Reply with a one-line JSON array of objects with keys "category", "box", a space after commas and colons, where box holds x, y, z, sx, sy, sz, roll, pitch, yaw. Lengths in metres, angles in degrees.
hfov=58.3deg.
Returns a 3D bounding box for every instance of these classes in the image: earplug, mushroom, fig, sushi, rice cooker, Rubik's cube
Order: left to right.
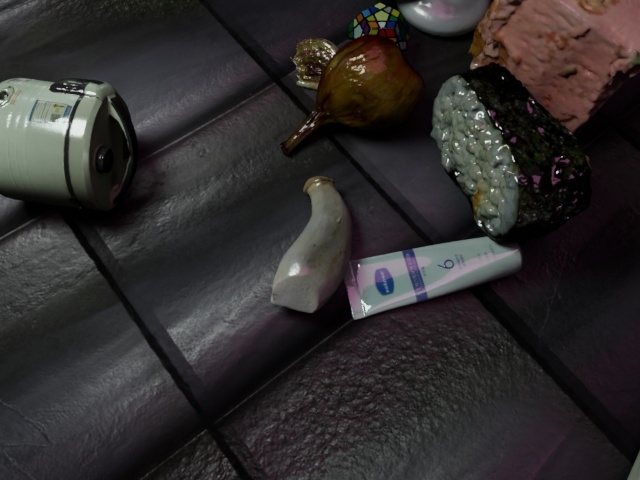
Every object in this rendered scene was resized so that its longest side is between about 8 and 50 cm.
[{"category": "rice cooker", "box": [-0.439, -0.168, 0.994, 0.244, 0.226, 0.225, 8, 64, 4]}, {"category": "mushroom", "box": [0.000, 0.000, 1.008, 0.118, 0.103, 0.270, 18, 54, -1]}, {"category": "fig", "box": [0.054, -0.273, 1.091, 0.290, 0.190, 0.190, -30, 70, -18]}, {"category": "Rubik's cube", "box": [0.122, -0.429, 1.205, 0.133, 0.133, 0.111, 33, 96, 12]}, {"category": "earplug", "box": [0.231, -0.578, 1.251, 0.326, 0.175, 0.214, 25, 61, -24]}, {"category": "sushi", "box": [0.333, -0.159, 1.026, 0.171, 0.210, 0.350, -12, 55, -16]}]

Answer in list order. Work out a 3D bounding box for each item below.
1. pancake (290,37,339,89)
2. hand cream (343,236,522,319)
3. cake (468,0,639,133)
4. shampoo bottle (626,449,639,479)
[{"category": "pancake", "box": [-0.003, -0.377, 1.224, 0.116, 0.022, 0.129, -10, 70, -8]}, {"category": "hand cream", "box": [0.202, 0.056, 1.022, 0.321, 0.067, 0.109, -13, 67, -1]}, {"category": "cake", "box": [0.483, -0.413, 1.120, 0.307, 0.314, 0.293, 39, 71, 4]}, {"category": "shampoo bottle", "box": [0.591, 0.290, 0.916, 0.153, 0.071, 0.284, 22, 63, 10]}]
